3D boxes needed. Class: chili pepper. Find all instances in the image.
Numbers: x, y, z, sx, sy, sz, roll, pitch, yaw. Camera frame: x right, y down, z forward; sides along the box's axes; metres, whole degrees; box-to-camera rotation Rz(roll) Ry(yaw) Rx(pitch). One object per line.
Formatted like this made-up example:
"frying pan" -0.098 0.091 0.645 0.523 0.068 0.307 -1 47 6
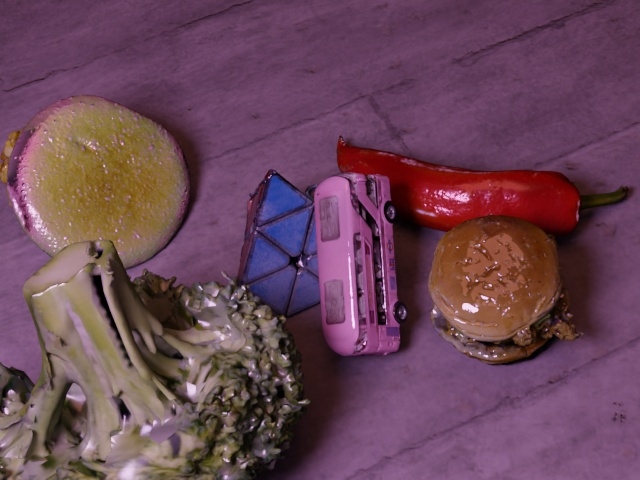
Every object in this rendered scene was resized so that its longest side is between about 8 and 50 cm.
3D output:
"chili pepper" 0.176 -0.066 1.382 0.368 0.092 0.137 13 43 14

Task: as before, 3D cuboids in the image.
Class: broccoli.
"broccoli" -0.208 0.135 1.159 0.375 0.302 0.249 -15 12 1

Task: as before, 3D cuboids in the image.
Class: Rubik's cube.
"Rubik's cube" 0.000 0.000 1.326 0.178 0.190 0.211 10 56 -6

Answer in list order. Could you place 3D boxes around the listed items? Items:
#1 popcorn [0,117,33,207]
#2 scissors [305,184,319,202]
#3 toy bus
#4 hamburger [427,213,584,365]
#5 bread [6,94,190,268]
"popcorn" -0.355 -0.100 1.462 0.116 0.120 0.106 -15 38 -2
"scissors" 0.016 -0.030 1.419 0.119 0.014 0.058 32 66 32
"toy bus" 0.043 0.026 1.270 0.063 0.090 0.203 -12 78 43
"hamburger" 0.201 0.058 1.247 0.185 0.131 0.159 30 64 24
"bread" -0.267 -0.074 1.405 0.228 0.033 0.228 5 75 -20
